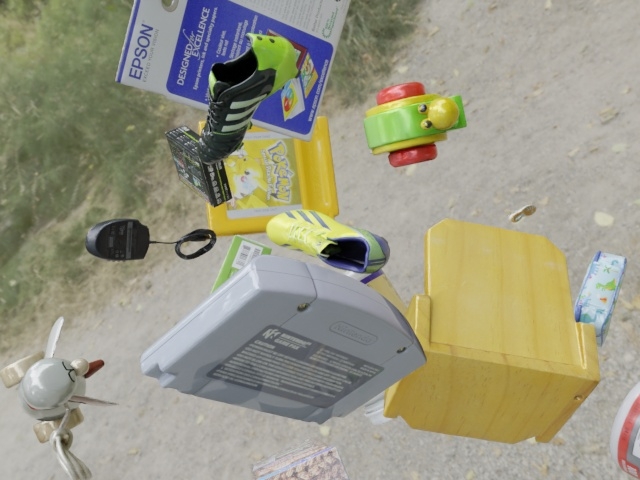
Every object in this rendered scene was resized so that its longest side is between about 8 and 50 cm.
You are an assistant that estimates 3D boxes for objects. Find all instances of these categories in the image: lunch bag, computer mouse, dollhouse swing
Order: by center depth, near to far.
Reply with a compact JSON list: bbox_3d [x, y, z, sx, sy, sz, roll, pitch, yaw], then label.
[{"bbox_3d":[-0.283,-0.001,1.018,0.041,0.242,0.071,11,96,43],"label":"computer mouse"},{"bbox_3d":[0.322,0.182,1.220,0.304,0.347,0.315,-87,8,-49],"label":"dollhouse swing"},{"bbox_3d":[0.709,0.153,1.533,0.090,0.176,0.218,16,70,30],"label":"lunch bag"}]

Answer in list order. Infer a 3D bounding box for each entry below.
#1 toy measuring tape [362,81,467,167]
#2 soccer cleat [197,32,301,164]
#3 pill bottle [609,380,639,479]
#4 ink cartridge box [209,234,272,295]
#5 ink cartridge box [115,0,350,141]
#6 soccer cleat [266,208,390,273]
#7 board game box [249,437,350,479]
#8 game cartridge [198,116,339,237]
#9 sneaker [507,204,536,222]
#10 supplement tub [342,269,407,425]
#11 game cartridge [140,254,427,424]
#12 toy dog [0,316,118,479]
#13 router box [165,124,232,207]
[{"bbox_3d":[0.099,-0.160,0.894,0.121,0.121,0.330,-48,13,-11],"label":"toy measuring tape"},{"bbox_3d":[-0.095,-0.148,0.632,0.179,0.072,0.060,-42,56,36],"label":"soccer cleat"},{"bbox_3d":[0.741,0.405,1.076,0.210,0.210,0.363,-49,35,-13],"label":"pill bottle"},{"bbox_3d":[-0.206,0.125,1.474,0.255,0.097,0.188,116,174,-65],"label":"ink cartridge box"},{"bbox_3d":[-0.109,-0.326,0.851,0.072,0.307,0.303,29,105,56],"label":"ink cartridge box"},{"bbox_3d":[0.001,-0.001,1.228,0.289,0.093,0.121,16,16,27],"label":"soccer cleat"},{"bbox_3d":[-0.014,0.480,1.026,0.141,0.232,0.291,-21,-11,-13],"label":"board game box"},{"bbox_3d":[-0.123,-0.160,1.472,0.324,0.285,0.053,-6,-6,-14],"label":"game cartridge"},{"bbox_3d":[0.566,-0.080,1.693,0.083,0.031,0.037,-25,12,-5],"label":"sneaker"},{"bbox_3d":[0.118,0.240,1.428,0.241,0.331,0.241,-32,-7,-5],"label":"supplement tub"},{"bbox_3d":[-0.018,0.120,0.668,0.198,0.297,0.062,-42,46,17],"label":"game cartridge"},{"bbox_3d":[-0.418,0.237,1.008,0.161,0.220,0.334,-32,20,-33],"label":"toy dog"},{"bbox_3d":[-0.193,-0.119,0.956,0.038,0.092,0.122,-29,44,-25],"label":"router box"}]
